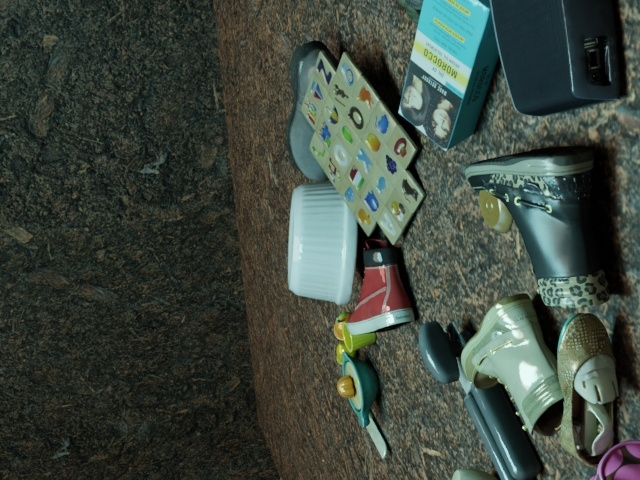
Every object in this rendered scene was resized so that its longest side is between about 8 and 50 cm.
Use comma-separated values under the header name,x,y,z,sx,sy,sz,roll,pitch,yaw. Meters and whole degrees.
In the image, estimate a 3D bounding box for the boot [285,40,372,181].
name,x,y,z,sx,sy,sz,roll,pitch,yaw
boot,0.023,-0.213,1.679,0.222,0.118,0.338,52,158,43

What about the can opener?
name,x,y,z,sx,sy,sz,roll,pitch,yaw
can opener,0.234,0.245,1.259,0.074,0.093,0.280,98,151,-51

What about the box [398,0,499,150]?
name,x,y,z,sx,sy,sz,roll,pitch,yaw
box,0.174,-0.240,1.092,0.100,0.060,0.244,43,150,24

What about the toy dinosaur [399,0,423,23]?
name,x,y,z,sx,sy,sz,roll,pitch,yaw
toy dinosaur,0.145,-0.352,1.201,0.118,0.064,0.268,84,164,-58

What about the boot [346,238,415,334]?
name,x,y,z,sx,sy,sz,roll,pitch,yaw
boot,0.104,0.093,1.646,0.244,0.088,0.176,141,118,-67

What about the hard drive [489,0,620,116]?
name,x,y,z,sx,sy,sz,roll,pitch,yaw
hard drive,0.241,-0.265,0.896,0.172,0.054,0.254,-173,73,-75

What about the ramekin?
name,x,y,z,sx,sy,sz,roll,pitch,yaw
ramekin,0.000,0.000,1.742,0.273,0.127,0.272,-177,90,-86

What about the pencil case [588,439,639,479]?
name,x,y,z,sx,sy,sz,roll,pitch,yaw
pencil case,0.320,0.303,0.938,0.209,0.098,0.095,99,155,-52

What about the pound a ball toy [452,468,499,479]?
name,x,y,z,sx,sy,sz,roll,pitch,yaw
pound a ball toy,0.245,0.525,1.399,0.319,0.136,0.208,107,174,-61

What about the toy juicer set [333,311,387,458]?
name,x,y,z,sx,sy,sz,roll,pitch,yaw
toy juicer set,0.071,0.323,1.925,0.209,0.089,0.329,-148,48,-70

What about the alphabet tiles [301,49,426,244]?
name,x,y,z,sx,sy,sz,roll,pitch,yaw
alphabet tiles,0.069,-0.168,1.519,0.342,0.011,0.285,57,152,20

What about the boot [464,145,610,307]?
name,x,y,z,sx,sy,sz,roll,pitch,yaw
boot,0.252,-0.016,0.987,0.236,0.085,0.178,-173,70,-74

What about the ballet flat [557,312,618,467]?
name,x,y,z,sx,sy,sz,roll,pitch,yaw
ballet flat,0.311,0.177,0.943,0.067,0.073,0.206,-124,17,-57

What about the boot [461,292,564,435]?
name,x,y,z,sx,sy,sz,roll,pitch,yaw
boot,0.265,0.191,1.116,0.213,0.077,0.165,99,153,-53

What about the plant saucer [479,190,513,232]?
name,x,y,z,sx,sy,sz,roll,pitch,yaw
plant saucer,0.239,-0.049,1.148,0.083,0.015,0.083,168,90,-76
